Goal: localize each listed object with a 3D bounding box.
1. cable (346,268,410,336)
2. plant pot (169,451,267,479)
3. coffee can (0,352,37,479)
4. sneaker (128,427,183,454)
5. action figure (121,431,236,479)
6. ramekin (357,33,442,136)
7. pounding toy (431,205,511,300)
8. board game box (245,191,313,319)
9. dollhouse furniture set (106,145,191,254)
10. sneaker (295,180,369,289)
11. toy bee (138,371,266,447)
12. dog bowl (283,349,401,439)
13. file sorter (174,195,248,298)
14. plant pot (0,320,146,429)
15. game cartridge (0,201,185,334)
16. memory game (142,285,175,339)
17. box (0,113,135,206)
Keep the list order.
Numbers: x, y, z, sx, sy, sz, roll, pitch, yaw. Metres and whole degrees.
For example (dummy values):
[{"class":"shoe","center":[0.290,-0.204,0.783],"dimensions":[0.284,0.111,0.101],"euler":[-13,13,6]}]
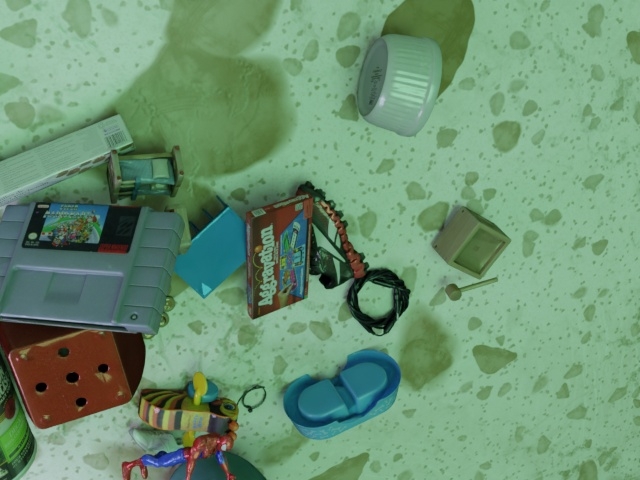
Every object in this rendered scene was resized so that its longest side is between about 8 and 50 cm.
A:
[{"class":"cable","center":[0.142,0.142,1.853],"dimensions":[0.150,0.047,0.184],"euler":[-42,121,-3]},{"class":"plant pot","center":[-0.237,0.634,1.780],"dimensions":[0.293,0.235,0.293],"euler":[-13,121,-22]},{"class":"coffee can","center":[-0.679,0.329,1.461],"dimensions":[0.201,0.201,0.275],"euler":[-16,125,-17]},{"class":"sneaker","center":[-0.376,0.458,1.763],"dimensions":[0.061,0.053,0.152],"euler":[-51,128,-6]},{"class":"action figure","center":[-0.289,0.499,1.650],"dimensions":[0.280,0.139,0.091],"euler":[-27,164,24]},{"class":"ramekin","center":[0.155,-0.324,1.573],"dimensions":[0.109,0.207,0.207],"euler":[9,108,-18]},{"class":"pounding toy","center":[0.362,0.044,1.888],"dimensions":[0.181,0.094,0.206],"euler":[24,110,-35]},{"class":"board game box","center":[-0.088,0.037,1.617],"dimensions":[0.145,0.027,0.281],"euler":[-19,135,-25]},{"class":"dollhouse furniture set","center":[-0.324,-0.070,1.458],"dimensions":[0.129,0.129,0.184],"euler":[-7,76,-21]},{"class":"sneaker","center":[0.000,0.000,1.699],"dimensions":[0.135,0.097,0.276],"euler":[-34,122,-9]},{"class":"toy bee","center":[-0.249,0.380,1.718],"dimensions":[0.298,0.162,0.195],"euler":[-18,116,-16]},{"class":"dog bowl","center":[0.057,0.378,1.857],"dimensions":[0.297,0.166,0.074],"euler":[-22,131,-14]},{"class":"file sorter","center":[-0.230,0.009,1.598],"dimensions":[0.170,0.104,0.118],"euler":[-43,122,-2]},{"class":"plant pot","center":[-0.486,0.205,1.484],"dimensions":[0.267,0.236,0.267],"euler":[-15,116,-13]},{"class":"game cartridge","center":[-0.435,0.042,1.374],"dimensions":[0.355,0.230,0.068],"euler":[3,159,14]},{"class":"memory game","center":[-0.401,0.140,1.633],"dimensions":[0.186,0.012,0.186],"euler":[-9,114,-20]},{"class":"box","center":[-0.506,-0.140,1.425],"dimensions":[0.324,0.063,0.067],"euler":[-26,86,-12]}]
